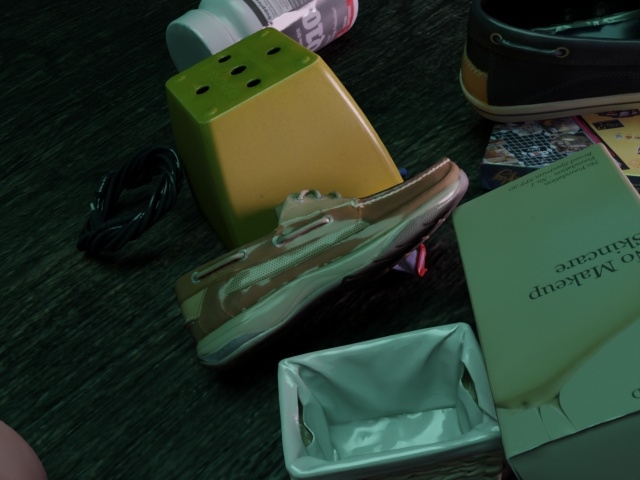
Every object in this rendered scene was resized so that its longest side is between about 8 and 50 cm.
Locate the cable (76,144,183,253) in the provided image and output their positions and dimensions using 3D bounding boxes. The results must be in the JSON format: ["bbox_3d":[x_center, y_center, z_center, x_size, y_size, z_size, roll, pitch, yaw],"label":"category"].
[{"bbox_3d":[-0.239,-0.050,0.856,0.185,0.047,0.150,-3,51,45],"label":"cable"}]

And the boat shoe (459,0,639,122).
[{"bbox_3d":[0.404,-0.258,0.779,0.501,0.156,0.186,-7,51,16],"label":"boat shoe"}]

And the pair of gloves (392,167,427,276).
[{"bbox_3d":[0.056,-0.020,0.815,0.160,0.023,0.198,3,44,16],"label":"pair of gloves"}]

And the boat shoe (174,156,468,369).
[{"bbox_3d":[0.000,0.000,0.689,0.325,0.123,0.116,-32,77,-10],"label":"boat shoe"}]

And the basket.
[{"bbox_3d":[0.058,0.153,0.567,0.167,0.103,0.113,-11,42,1],"label":"basket"}]

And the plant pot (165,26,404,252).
[{"bbox_3d":[-0.059,-0.118,0.799,0.212,0.187,0.212,-31,40,-10],"label":"plant pot"}]

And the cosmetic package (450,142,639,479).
[{"bbox_3d":[0.212,0.060,0.554,0.160,0.113,0.309,-26,27,17],"label":"cosmetic package"}]

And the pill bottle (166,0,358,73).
[{"bbox_3d":[-0.090,-0.343,1.098,0.161,0.161,0.283,29,57,37],"label":"pill bottle"}]

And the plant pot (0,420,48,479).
[{"bbox_3d":[-0.304,0.254,0.431,0.324,0.323,0.280,-13,26,1],"label":"plant pot"}]

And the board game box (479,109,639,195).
[{"bbox_3d":[0.330,-0.116,0.833,0.244,0.042,0.165,9,46,22],"label":"board game box"}]
